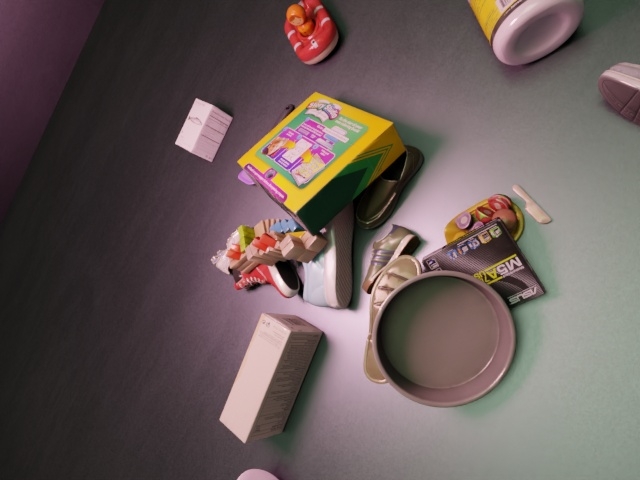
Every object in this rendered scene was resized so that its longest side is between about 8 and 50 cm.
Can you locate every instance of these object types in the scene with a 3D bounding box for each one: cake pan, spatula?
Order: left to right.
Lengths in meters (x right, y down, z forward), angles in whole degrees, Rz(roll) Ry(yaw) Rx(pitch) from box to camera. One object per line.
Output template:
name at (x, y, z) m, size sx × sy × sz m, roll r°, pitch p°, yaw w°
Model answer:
spatula at (-0.169, -0.315, 1.393) m, size 0.084 × 0.030 × 0.296 m, roll 35°, pitch 98°, yaw 32°
cake pan at (0.255, 0.204, 0.904) m, size 0.294 × 0.054 × 0.293 m, roll 0°, pitch 96°, yaw 4°

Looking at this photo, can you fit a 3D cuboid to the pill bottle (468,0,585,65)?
pill bottle at (0.437, -0.591, 0.976) m, size 0.188 × 0.188 × 0.333 m, roll -25°, pitch 67°, yaw 26°

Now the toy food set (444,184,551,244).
toy food set at (0.380, -0.041, 0.960) m, size 0.218 × 0.071 × 0.128 m, roll -34°, pitch 63°, yaw 22°

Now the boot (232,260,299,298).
boot at (-0.172, 0.121, 1.269) m, size 0.176 × 0.088 × 0.244 m, roll -50°, pitch 51°, yaw 14°

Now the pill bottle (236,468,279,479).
pill bottle at (-0.238, 0.784, 1.086) m, size 0.210 × 0.210 × 0.362 m, roll 43°, pitch 103°, yaw 32°

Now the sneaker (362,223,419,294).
sneaker at (0.161, 0.042, 1.091) m, size 0.192 × 0.064 × 0.086 m, roll -52°, pitch 51°, yaw 12°

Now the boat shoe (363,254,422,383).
boat shoe at (0.178, 0.185, 1.018) m, size 0.113 × 0.103 × 0.302 m, roll 16°, pitch 88°, yaw 31°

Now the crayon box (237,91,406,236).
crayon box at (-0.014, -0.221, 1.127) m, size 0.313 × 0.106 × 0.363 m, roll -42°, pitch 43°, yaw -5°

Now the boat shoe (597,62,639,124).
boat shoe at (0.693, -0.261, 0.791) m, size 0.320 × 0.118 × 0.103 m, roll 35°, pitch 93°, yaw 29°

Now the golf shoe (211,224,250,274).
golf shoe at (-0.268, 0.032, 1.372) m, size 0.086 × 0.069 × 0.176 m, roll 43°, pitch 107°, yaw 11°

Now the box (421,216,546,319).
box at (0.350, 0.073, 0.928) m, size 0.191 × 0.045 × 0.184 m, roll -31°, pitch 89°, yaw 23°

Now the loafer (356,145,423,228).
loafer at (0.164, -0.146, 1.110) m, size 0.094 × 0.087 × 0.251 m, roll 36°, pitch 99°, yaw 33°

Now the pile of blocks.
pile of blocks at (-0.148, -0.006, 1.147) m, size 0.362 × 0.113 × 0.148 m, roll -11°, pitch 67°, yaw 42°

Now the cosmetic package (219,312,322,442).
cosmetic package at (-0.128, 0.360, 1.143) m, size 0.113 × 0.160 × 0.309 m, roll 24°, pitch 92°, yaw 35°

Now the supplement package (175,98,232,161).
supplement package at (-0.415, -0.392, 1.521) m, size 0.105 × 0.105 × 0.179 m, roll 30°, pitch 95°, yaw 34°

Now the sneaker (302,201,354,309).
sneaker at (0.000, 0.000, 1.155) m, size 0.150 × 0.135 × 0.365 m, roll -3°, pitch 77°, yaw 29°

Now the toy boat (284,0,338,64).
toy boat at (-0.047, -0.668, 1.321) m, size 0.151 × 0.151 × 0.231 m, roll -34°, pitch 63°, yaw 22°
